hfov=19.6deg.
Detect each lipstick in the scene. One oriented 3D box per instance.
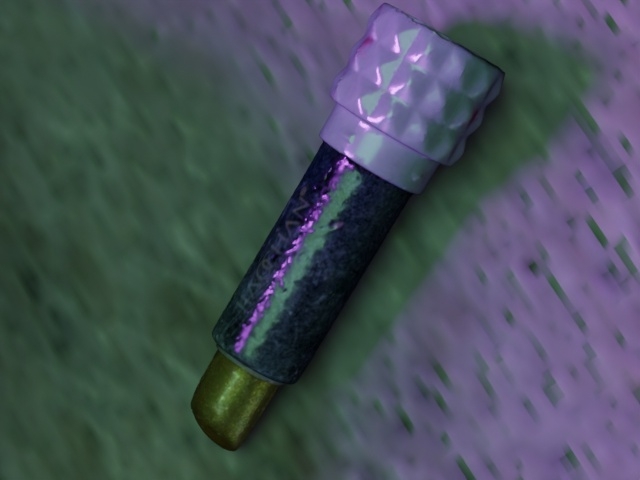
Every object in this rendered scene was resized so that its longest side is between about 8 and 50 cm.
[{"bbox_3d":[0.000,0.000,0.450,0.037,0.037,0.116,34,96,16],"label":"lipstick"}]
